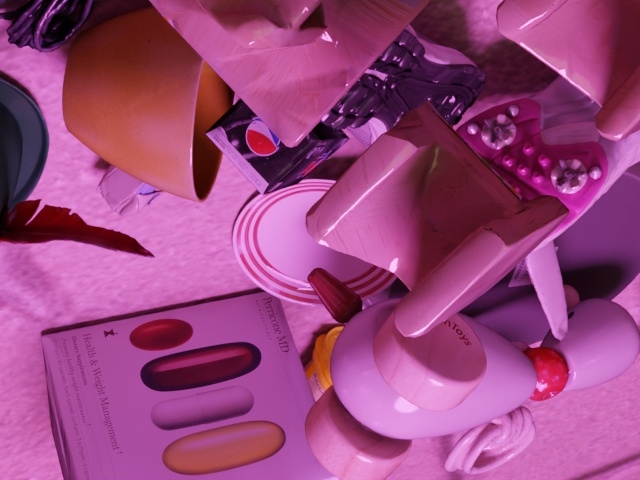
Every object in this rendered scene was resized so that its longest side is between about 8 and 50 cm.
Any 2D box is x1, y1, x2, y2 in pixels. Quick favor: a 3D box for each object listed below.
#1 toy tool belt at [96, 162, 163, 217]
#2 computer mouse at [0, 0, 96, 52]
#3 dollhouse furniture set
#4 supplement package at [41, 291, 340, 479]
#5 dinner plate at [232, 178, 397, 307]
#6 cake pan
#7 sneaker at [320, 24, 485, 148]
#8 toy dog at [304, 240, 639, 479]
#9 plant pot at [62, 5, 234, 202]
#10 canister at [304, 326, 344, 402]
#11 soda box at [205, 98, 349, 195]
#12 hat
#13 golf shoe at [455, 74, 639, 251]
[{"bbox_3d":[-0.121,-0.055,1.156,0.083,0.052,0.051,-43,170,32],"label":"toy tool belt"},{"bbox_3d":[-0.236,-0.175,0.914,0.272,0.072,0.188,3,139,-30],"label":"computer mouse"},{"bbox_3d":[0.086,-0.227,0.801,0.394,0.362,0.256,-46,171,22],"label":"dollhouse furniture set"},{"bbox_3d":[-0.111,0.174,1.325,0.203,0.194,0.149,-11,144,-14],"label":"supplement package"},{"bbox_3d":[0.000,0.000,1.279,0.141,0.017,0.141,1,134,1],"label":"dinner plate"},{"bbox_3d":[0.168,0.004,1.366,0.293,0.054,0.293,-14,144,-11],"label":"cake pan"},{"bbox_3d":[0.033,-0.123,1.109,0.100,0.108,0.271,-48,155,6],"label":"sneaker"},{"bbox_3d":[0.107,0.076,1.286,0.220,0.161,0.334,-39,158,21],"label":"toy dog"},{"bbox_3d":[-0.114,-0.098,1.045,0.095,0.134,0.134,9,142,5],"label":"plant pot"},{"bbox_3d":[0.021,0.160,1.478,0.126,0.073,0.170,6,138,-32],"label":"canister"},{"bbox_3d":[-0.027,-0.072,1.084,0.053,0.060,0.169,-43,178,8],"label":"soda box"},{"bbox_3d":[-0.244,0.002,1.043,0.173,0.183,0.208,4,137,-30],"label":"hat"},{"bbox_3d":[0.193,-0.069,1.196,0.306,0.115,0.140,-41,157,0],"label":"golf shoe"}]
